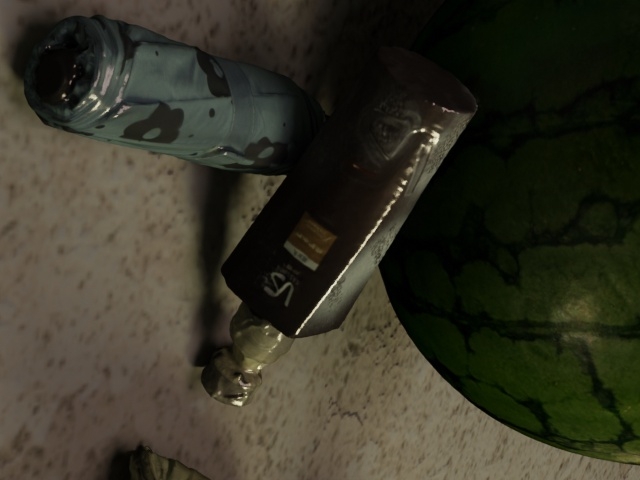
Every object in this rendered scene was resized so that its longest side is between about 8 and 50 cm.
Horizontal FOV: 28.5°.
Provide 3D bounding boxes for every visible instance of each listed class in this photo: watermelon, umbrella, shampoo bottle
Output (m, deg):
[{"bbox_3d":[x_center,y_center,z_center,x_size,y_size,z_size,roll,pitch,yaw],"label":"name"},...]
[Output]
[{"bbox_3d":[0.198,-0.033,0.732,0.363,0.363,0.363,-28,124,-52],"label":"watermelon"},{"bbox_3d":[-0.045,-0.061,0.610,0.250,0.052,0.053,6,87,-59],"label":"umbrella"},{"bbox_3d":[0.001,0.001,0.635,0.063,0.057,0.207,-10,140,-56],"label":"shampoo bottle"}]

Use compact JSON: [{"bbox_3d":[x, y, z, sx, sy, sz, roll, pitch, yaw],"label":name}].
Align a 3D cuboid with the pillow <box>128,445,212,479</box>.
[{"bbox_3d":[-0.011,0.247,0.605,0.075,0.302,0.185,-28,143,1],"label":"pillow"}]
